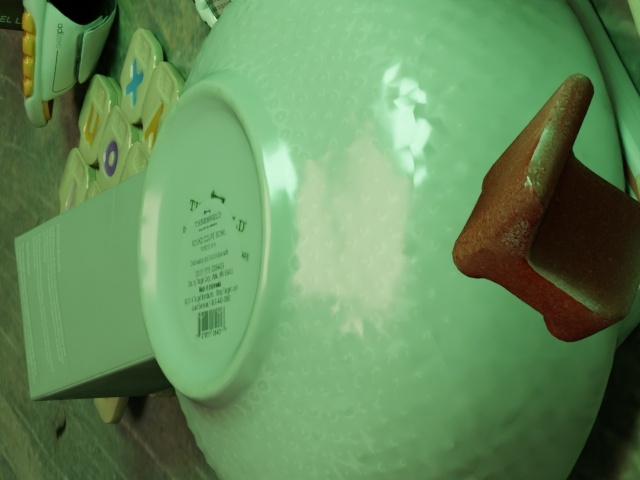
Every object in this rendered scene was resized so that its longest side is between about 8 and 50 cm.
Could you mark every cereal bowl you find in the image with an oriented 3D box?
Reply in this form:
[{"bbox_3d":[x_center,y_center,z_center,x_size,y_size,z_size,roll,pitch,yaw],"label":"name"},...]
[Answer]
[{"bbox_3d":[0.000,0.000,0.864,0.339,0.141,0.339,-9,80,61],"label":"cereal bowl"}]

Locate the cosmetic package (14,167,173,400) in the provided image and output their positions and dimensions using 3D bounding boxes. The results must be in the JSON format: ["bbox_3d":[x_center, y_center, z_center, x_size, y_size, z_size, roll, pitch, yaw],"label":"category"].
[{"bbox_3d":[-0.110,0.030,1.133,0.238,0.107,0.127,-18,75,50],"label":"cosmetic package"}]

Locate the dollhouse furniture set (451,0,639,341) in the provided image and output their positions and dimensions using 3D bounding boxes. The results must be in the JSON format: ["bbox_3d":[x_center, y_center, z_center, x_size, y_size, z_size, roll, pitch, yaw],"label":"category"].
[{"bbox_3d":[0.120,-0.136,0.635,0.152,0.201,0.374,-45,49,52],"label":"dollhouse furniture set"}]

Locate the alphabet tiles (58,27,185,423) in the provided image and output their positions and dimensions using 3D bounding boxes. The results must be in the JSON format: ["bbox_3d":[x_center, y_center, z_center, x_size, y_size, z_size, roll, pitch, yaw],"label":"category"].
[{"bbox_3d":[-0.147,-0.010,1.319,0.284,0.021,0.278,53,131,49],"label":"alphabet tiles"}]

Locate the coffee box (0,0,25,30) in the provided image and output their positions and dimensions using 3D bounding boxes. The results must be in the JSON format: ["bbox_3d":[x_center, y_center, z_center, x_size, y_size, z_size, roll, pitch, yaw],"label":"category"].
[{"bbox_3d":[-0.294,-0.301,1.487,0.098,0.141,0.246,-62,38,39],"label":"coffee box"}]

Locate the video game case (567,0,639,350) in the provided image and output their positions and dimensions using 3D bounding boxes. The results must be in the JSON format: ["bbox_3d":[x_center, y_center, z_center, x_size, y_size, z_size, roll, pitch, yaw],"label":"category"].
[{"bbox_3d":[0.082,0.009,0.884,0.285,0.025,0.204,-58,40,43],"label":"video game case"}]

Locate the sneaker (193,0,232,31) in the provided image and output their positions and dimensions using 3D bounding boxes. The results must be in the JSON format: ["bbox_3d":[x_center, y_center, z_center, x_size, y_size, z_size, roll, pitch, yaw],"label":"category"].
[{"bbox_3d":[-0.043,-0.227,1.078,0.106,0.078,0.234,135,133,-55],"label":"sneaker"}]

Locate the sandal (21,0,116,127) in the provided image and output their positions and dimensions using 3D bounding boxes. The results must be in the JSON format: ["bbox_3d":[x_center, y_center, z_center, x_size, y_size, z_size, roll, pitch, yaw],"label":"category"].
[{"bbox_3d":[-0.203,-0.198,1.364,0.102,0.076,0.265,-97,12,-45],"label":"sandal"}]
